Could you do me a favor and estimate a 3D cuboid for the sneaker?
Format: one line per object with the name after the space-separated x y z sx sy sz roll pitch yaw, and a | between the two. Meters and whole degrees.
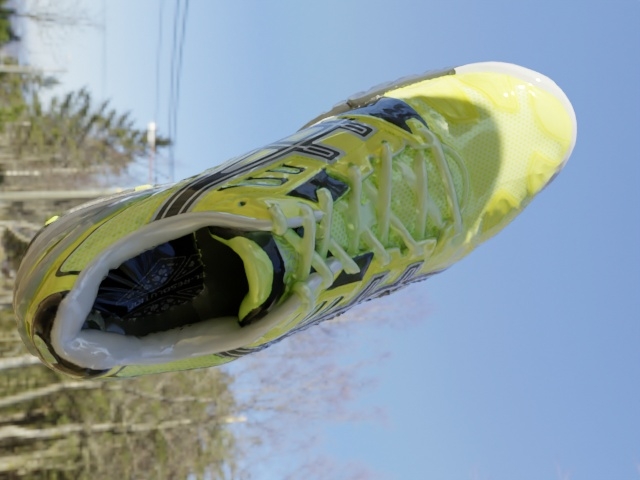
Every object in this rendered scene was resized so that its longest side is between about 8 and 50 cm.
0.000 0.000 0.562 0.147 0.385 0.145 -139 -154 -71 | sneaker
